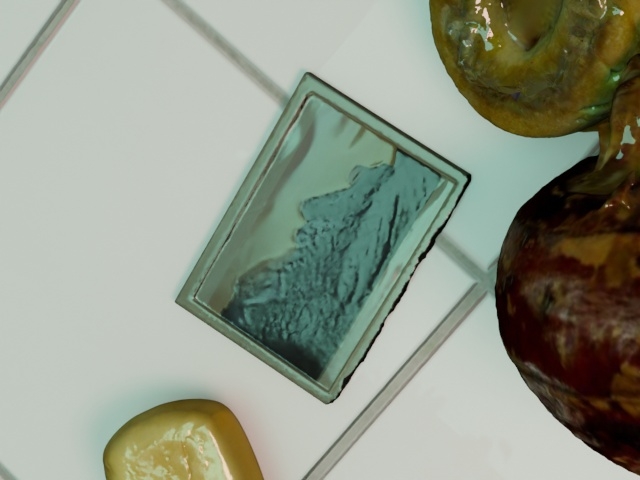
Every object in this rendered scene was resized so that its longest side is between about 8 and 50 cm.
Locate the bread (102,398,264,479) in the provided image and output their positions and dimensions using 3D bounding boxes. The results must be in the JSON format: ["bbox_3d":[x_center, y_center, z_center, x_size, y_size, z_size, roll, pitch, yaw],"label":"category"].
[{"bbox_3d":[-0.116,0.259,1.234,0.147,0.098,0.217,-16,92,16],"label":"bread"}]

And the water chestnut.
[{"bbox_3d":[0.292,0.004,0.974,0.335,0.335,0.347,-4,110,17],"label":"water chestnut"}]

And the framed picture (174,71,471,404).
[{"bbox_3d":[0.000,0.000,1.225,0.192,0.018,0.265,32,102,11],"label":"framed picture"}]

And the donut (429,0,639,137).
[{"bbox_3d":[0.193,-0.213,1.056,0.208,0.128,0.261,25,122,29],"label":"donut"}]
